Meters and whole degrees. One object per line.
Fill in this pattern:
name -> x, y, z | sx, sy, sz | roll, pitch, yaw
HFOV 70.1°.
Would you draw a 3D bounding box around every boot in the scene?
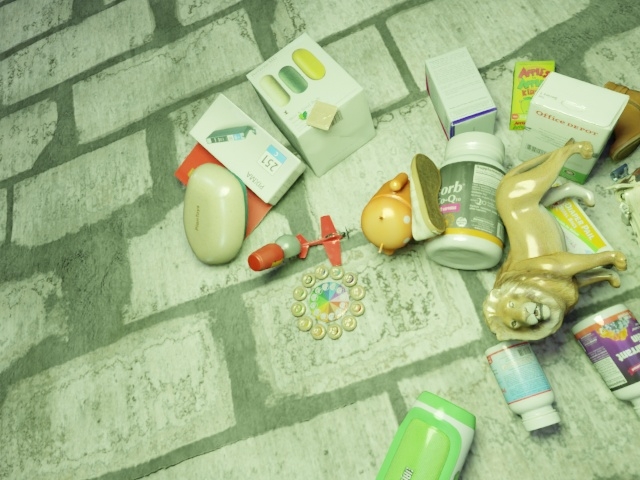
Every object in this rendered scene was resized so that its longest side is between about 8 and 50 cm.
boot -> 0.673, -0.276, 1.046 | 0.197, 0.073, 0.152 | -39, 63, -17

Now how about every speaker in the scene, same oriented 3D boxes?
speaker -> 0.181, 0.440, 0.846 | 0.131, 0.131, 0.297 | 22, 75, 23

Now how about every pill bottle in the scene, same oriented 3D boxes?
pill bottle -> 0.328, -0.088, 1.010 | 0.162, 0.162, 0.279 | 6, 69, 18
pill bottle -> 0.567, 0.225, 0.838 | 0.108, 0.108, 0.194 | -26, 63, 4
pill bottle -> 0.390, 0.275, 0.878 | 0.087, 0.087, 0.160 | -21, 63, 6

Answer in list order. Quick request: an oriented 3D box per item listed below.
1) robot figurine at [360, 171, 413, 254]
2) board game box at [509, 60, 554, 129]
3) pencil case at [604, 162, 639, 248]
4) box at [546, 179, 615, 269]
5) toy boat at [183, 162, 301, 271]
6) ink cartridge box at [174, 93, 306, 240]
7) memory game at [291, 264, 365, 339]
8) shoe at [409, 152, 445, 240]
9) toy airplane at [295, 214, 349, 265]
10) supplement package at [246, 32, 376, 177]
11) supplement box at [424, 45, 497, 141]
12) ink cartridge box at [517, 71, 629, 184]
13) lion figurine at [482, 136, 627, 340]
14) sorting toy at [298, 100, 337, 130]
robot figurine -> 0.168, -0.060, 1.035 | 0.128, 0.219, 0.158 | 45, 129, -2
board game box -> 0.527, -0.362, 1.137 | 0.092, 0.043, 0.181 | 6, 69, 18
pencil case -> 0.637, 0.049, 0.771 | 0.183, 0.160, 0.410 | -22, 95, 15
box -> 0.498, -0.006, 0.959 | 0.114, 0.103, 0.203 | -27, 63, 5
toy boat -> -0.201, -0.030, 1.123 | 0.318, 0.268, 0.148 | 33, 35, 24
ink cartridge box -> -0.230, -0.191, 1.199 | 0.296, 0.066, 0.261 | 42, 97, 13
memory game -> 0.017, 0.144, 1.082 | 0.186, 0.012, 0.186 | -6, 66, 13
shoe -> 0.213, -0.095, 0.963 | 0.058, 0.076, 0.219 | -44, 34, 45
toy airplane -> 0.000, 0.000, 1.137 | 0.151, 0.028, 0.151 | -8, 62, 15
supplement package -> -0.022, -0.353, 1.201 | 0.199, 0.198, 0.263 | -37, 63, -1
supplement box -> 0.347, -0.357, 1.148 | 0.113, 0.111, 0.220 | -18, 64, 8
ink cartridge box -> 0.532, -0.236, 0.983 | 0.160, 0.219, 0.093 | 31, 79, 25
lion figurine -> 0.409, -0.010, 0.862 | 0.240, 0.142, 0.392 | -10, 62, 19
sorting toy -> -0.008, -0.292, 1.055 | 0.083, 0.012, 0.062 | 20, 82, 16
